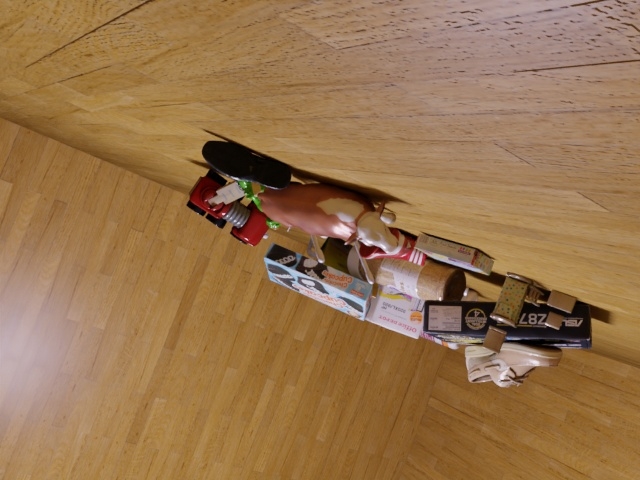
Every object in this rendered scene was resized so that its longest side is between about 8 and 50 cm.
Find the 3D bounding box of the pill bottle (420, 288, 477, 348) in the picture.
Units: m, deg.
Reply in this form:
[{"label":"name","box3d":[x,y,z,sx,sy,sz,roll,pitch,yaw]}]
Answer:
[{"label":"pill bottle","box3d":[0.352,0.226,2.711,0.392,0.224,0.224,19,176,24]}]

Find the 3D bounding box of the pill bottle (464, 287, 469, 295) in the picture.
[{"label":"pill bottle","box3d":[0.461,0.162,2.535,0.083,0.043,0.043,19,176,16]}]

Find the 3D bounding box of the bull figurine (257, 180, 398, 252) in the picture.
[{"label":"bull figurine","box3d":[0.031,-0.046,1.402,0.310,0.101,0.188,19,178,30]}]

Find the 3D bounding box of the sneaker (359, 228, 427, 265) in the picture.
[{"label":"sneaker","box3d":[0.183,0.027,1.786,0.128,0.087,0.221,24,177,-17]}]

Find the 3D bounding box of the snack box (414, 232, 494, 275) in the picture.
[{"label":"snack box","box3d":[0.284,0.029,1.580,0.141,0.037,0.100,18,177,38]}]

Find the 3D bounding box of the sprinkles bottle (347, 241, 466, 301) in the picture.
[{"label":"sprinkles bottle","box3d":[0.242,0.092,2.141,0.355,0.121,0.121,17,175,42]}]

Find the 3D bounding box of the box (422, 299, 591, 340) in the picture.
[{"label":"box","box3d":[0.488,0.217,1.914,0.395,0.097,0.318,0,170,20]}]

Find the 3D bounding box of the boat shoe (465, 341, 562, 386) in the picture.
[{"label":"boat shoe","box3d":[0.487,0.317,1.886,0.121,0.110,0.341,8,168,-19]}]

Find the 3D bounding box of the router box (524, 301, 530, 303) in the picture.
[{"label":"router box","box3d":[0.629,0.211,2.331,0.122,0.038,0.092,18,176,39]}]

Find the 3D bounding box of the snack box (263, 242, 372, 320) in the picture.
[{"label":"snack box","box3d":[-0.005,0.124,2.195,0.322,0.060,0.187,23,160,11]}]

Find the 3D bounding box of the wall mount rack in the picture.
[{"label":"wall mount rack","box3d":[0.000,0.000,2.079,0.350,0.130,0.304,23,176,-41]}]

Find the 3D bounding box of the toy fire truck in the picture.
[{"label":"toy fire truck","box3d":[-0.209,-0.086,1.890,0.217,0.158,0.246,35,-179,-19]}]

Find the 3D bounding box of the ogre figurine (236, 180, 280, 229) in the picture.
[{"label":"ogre figurine","box3d":[-0.095,-0.085,1.698,0.197,0.097,0.118,4,153,17]}]

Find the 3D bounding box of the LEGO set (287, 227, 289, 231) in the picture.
[{"label":"LEGO set","box3d":[-0.088,-0.054,2.399,0.182,0.060,0.244,23,179,41]}]

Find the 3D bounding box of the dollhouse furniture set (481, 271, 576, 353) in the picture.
[{"label":"dollhouse furniture set","box3d":[0.472,0.187,1.694,0.161,0.182,0.101,20,176,20]}]

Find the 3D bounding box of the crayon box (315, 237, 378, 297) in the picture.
[{"label":"crayon box","box3d":[0.083,0.100,2.380,0.202,0.081,0.318,32,-163,-4]}]

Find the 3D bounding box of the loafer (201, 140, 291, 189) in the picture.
[{"label":"loafer","box3d":[-0.139,-0.137,1.374,0.170,0.062,0.061,23,-179,-14]}]

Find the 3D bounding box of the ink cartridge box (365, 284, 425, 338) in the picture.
[{"label":"ink cartridge box","box3d":[0.263,0.181,2.437,0.171,0.233,0.168,21,177,-7]}]
